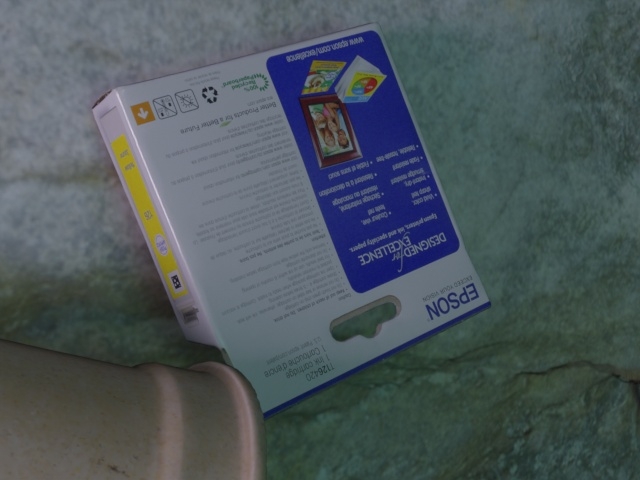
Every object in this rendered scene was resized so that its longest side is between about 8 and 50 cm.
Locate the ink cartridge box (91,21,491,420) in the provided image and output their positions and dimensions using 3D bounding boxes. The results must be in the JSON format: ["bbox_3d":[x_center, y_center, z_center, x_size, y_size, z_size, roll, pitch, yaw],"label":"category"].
[{"bbox_3d":[-0.016,-0.026,1.036,0.303,0.072,0.307,-21,91,-36],"label":"ink cartridge box"}]

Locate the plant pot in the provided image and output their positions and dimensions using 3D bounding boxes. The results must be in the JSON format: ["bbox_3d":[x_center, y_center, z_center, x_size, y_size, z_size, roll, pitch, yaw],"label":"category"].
[{"bbox_3d":[-0.253,0.192,0.792,0.305,0.334,0.334,26,78,-24],"label":"plant pot"}]
